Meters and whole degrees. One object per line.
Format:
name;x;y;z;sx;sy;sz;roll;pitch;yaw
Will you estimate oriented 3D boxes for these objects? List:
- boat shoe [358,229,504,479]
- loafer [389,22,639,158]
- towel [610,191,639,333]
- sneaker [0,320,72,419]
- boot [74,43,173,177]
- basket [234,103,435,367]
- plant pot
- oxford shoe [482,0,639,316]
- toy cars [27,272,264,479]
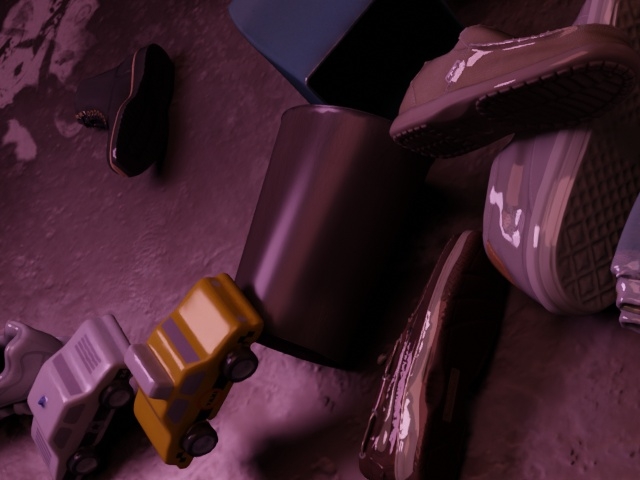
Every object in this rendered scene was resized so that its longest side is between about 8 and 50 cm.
boat shoe;0.094;0.108;1.176;0.095;0.095;0.257;2;65;41
loafer;0.158;-0.144;1.087;0.268;0.102;0.092;-13;65;50
towel;0.444;-0.058;1.036;0.321;0.090;0.374;14;67;35
sneaker;-0.411;0.174;1.451;0.292;0.118;0.110;-30;53;18
boot;-0.262;-0.144;1.577;0.137;0.077;0.198;-17;42;30
basket;0.000;0.000;1.261;0.204;0.154;0.227;-8;60;66
plant pot;0.015;-0.229;1.381;0.165;0.166;0.234;-51;45;-2
oxford shoe;0.265;-0.141;1.176;0.130;0.169;0.449;3;65;56
toy cars;-0.204;0.147;1.266;0.394;0.087;0.176;-20;70;46
